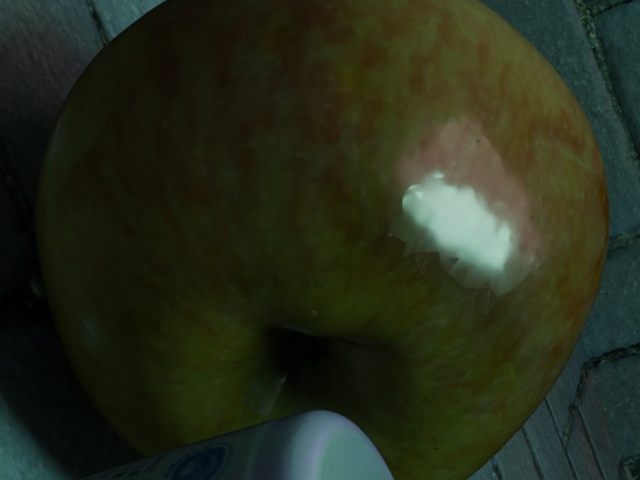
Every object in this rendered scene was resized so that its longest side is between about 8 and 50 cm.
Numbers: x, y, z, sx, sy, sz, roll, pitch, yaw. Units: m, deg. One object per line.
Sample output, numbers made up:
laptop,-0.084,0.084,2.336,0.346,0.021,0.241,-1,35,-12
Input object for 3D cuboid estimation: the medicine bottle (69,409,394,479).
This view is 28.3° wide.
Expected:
medicine bottle,-0.086,0.188,0.661,0.152,0.255,0.152,54,26,-42

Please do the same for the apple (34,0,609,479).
apple,0.000,0.000,0.878,0.391,0.392,0.346,57,25,-34
